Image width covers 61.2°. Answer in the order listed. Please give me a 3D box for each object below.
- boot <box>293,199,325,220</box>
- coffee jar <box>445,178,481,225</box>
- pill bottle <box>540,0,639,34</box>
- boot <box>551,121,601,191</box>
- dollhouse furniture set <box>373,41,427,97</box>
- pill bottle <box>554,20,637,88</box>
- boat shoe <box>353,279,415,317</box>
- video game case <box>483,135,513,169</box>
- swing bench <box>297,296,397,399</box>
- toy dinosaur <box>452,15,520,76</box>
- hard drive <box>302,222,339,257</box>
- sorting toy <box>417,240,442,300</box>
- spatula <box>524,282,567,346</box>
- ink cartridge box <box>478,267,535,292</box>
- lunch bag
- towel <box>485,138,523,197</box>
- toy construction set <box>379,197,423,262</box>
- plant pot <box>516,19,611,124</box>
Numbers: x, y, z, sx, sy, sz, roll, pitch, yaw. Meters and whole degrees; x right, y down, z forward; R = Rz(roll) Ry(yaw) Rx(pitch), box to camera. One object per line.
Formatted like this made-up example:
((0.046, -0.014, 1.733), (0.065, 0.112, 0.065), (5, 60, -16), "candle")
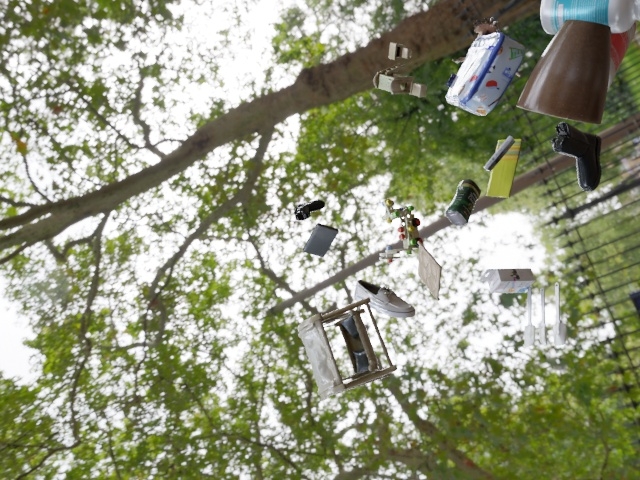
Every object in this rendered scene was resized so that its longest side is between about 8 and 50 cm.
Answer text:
((-0.045, -0.119, 2.141), (0.099, 0.121, 0.045), (-78, -19, -60), "boot")
((0.575, -0.154, 2.167), (0.096, 0.079, 0.184), (44, -119, -27), "coffee jar")
((0.743, -0.629, 1.445), (0.146, 0.264, 0.146), (-19, -63, -41), "pill bottle")
((1.004, -0.330, 2.138), (0.207, 0.094, 0.246), (11, -98, -21), "boot")
((0.281, -0.595, 1.883), (0.101, 0.160, 0.182), (-11, -151, -27), "dollhouse furniture set")
((0.905, -0.665, 1.808), (0.229, 0.229, 0.407), (45, -116, -24), "pill bottle")
((0.246, 0.219, 2.081), (0.096, 0.268, 0.088), (-20, -60, -43), "boat shoe")
((0.664, -0.319, 2.004), (0.019, 0.143, 0.157), (41, -162, 14), "video game case")
((0.079, 0.357, 1.775), (0.165, 0.255, 0.253), (98, 153, -68), "swing bench")
((0.607, -0.684, 1.912), (0.127, 0.200, 0.295), (13, -155, -34), "toy dinosaur")
((0.000, 0.000, 2.104), (0.094, 0.135, 0.022), (16, -149, -25), "hard drive")
((0.472, 0.128, 2.325), (0.193, 0.038, 0.208), (-119, 16, -54), "sorting toy")
((0.851, 0.282, 2.051), (0.019, 0.168, 0.241), (22, -115, -29), "spatula")
((0.731, 0.159, 2.128), (0.182, 0.104, 0.061), (0, -123, -7), "ink cartridge box")
((0.489, -0.508, 1.629), (0.115, 0.243, 0.303), (23, -162, -8), "lunch bag")
((0.718, -0.282, 2.113), (0.021, 0.102, 0.237), (20, -98, -44), "towel")
((0.394, -0.045, 2.703), (0.215, 0.151, 0.327), (0, -84, -31), "toy construction set")
((0.649, -0.437, 1.390), (0.216, 0.230, 0.215), (10, -159, -4), "plant pot")
